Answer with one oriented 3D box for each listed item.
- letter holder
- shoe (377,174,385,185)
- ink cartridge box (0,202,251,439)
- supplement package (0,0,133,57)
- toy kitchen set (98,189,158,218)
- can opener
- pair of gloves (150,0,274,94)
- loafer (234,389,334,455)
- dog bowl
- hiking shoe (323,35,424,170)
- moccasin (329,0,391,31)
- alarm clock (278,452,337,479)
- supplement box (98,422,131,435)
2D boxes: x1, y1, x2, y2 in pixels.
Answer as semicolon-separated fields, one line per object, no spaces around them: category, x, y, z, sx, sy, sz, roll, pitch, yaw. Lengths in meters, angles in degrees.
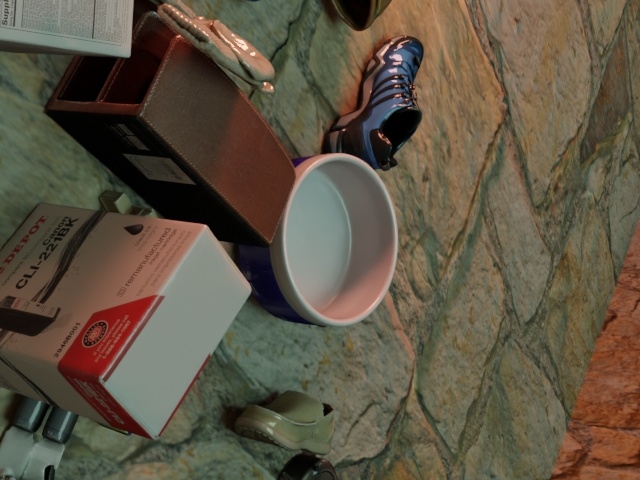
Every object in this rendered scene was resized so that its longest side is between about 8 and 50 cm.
letter holder;-0.156;-0.160;1.184;0.302;0.152;0.214;48;57;-50
shoe;0.075;-0.024;1.646;0.081;0.063;0.178;42;69;-54
ink cartridge box;-0.244;0.075;1.002;0.197;0.272;0.114;-59;137;-29
supplement package;-0.329;-0.279;0.845;0.262;0.199;0.198;-6;103;-55
toy kitchen set;-0.246;-0.006;1.160;0.075;0.068;0.083;-55;139;-33
can opener;-0.326;0.212;1.113;0.093;0.074;0.280;109;2;-77
pair of gloves;-0.152;-0.261;1.064;0.042;0.240;0.204;-49;157;8
loafer;-0.052;0.288;1.508;0.268;0.101;0.092;37;66;-64
dog bowl;0.000;0.000;1.450;0.265;0.104;0.265;2;88;-47
hiking shoe;0.129;-0.229;1.605;0.304;0.132;0.113;-63;143;-25
moccasin;0.016;-0.476;1.384;0.380;0.139;0.147;69;36;-52
alarm clock;-0.020;0.459;1.630;0.129;0.064;0.192;-34;128;-48
supplement box;-0.261;0.190;1.199;0.083;0.056;0.083;-58;141;-30
